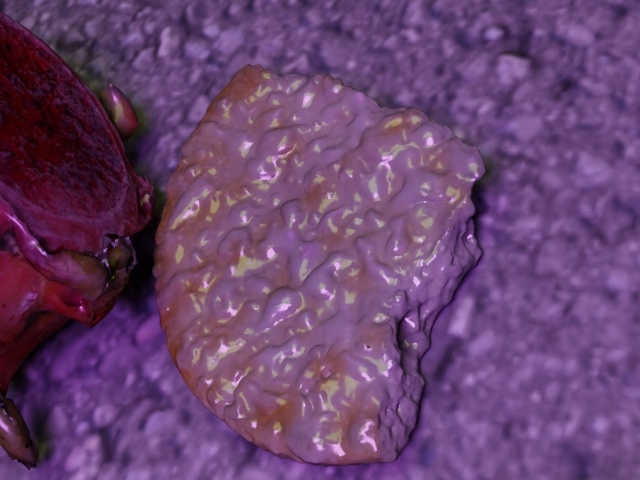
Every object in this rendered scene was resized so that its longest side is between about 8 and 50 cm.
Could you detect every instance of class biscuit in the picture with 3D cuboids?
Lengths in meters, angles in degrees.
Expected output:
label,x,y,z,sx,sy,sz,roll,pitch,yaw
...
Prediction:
label,x,y,z,sx,sy,sz,roll,pitch,yaw
biscuit,0.000,0.000,0.660,0.188,0.040,0.265,-22,52,13

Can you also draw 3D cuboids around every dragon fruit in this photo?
label,x,y,z,sx,sy,sz,roll,pitch,yaw
dragon fruit,-0.180,-0.031,0.681,0.147,0.211,0.282,-38,75,8
